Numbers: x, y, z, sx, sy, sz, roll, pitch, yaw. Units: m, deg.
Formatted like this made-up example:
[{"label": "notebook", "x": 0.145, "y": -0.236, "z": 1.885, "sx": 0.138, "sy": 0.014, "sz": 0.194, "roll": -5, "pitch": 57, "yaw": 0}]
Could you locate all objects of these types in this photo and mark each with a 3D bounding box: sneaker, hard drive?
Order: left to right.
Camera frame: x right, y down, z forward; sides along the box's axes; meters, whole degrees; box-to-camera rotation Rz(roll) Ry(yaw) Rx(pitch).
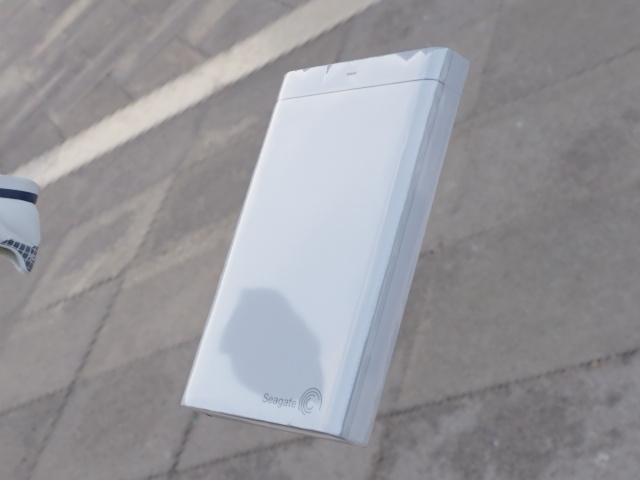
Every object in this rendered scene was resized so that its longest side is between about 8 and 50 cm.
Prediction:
[{"label": "sneaker", "x": -0.382, "y": -0.018, "z": 1.128, "sx": 0.090, "sy": 0.235, "sz": 0.095, "roll": 169, "pitch": 103, "yaw": -67}, {"label": "hard drive", "x": 0.000, "y": 0.000, "z": 1.098, "sx": 0.233, "sy": 0.047, "sz": 0.353, "roll": 0, "pitch": 70, "yaw": 50}]
